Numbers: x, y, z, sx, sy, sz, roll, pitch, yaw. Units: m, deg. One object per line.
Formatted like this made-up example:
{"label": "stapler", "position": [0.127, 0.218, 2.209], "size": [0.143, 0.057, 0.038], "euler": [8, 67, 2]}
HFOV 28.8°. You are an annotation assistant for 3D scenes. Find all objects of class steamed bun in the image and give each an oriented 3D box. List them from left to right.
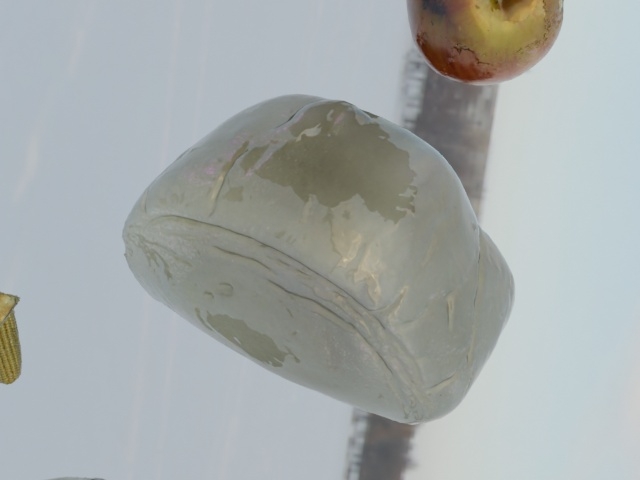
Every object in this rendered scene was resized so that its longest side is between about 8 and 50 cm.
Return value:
{"label": "steamed bun", "position": [0.003, -0.001, 1.236], "size": [0.247, 0.383, 0.236], "euler": [-51, 158, -34]}

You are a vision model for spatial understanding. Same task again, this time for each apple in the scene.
{"label": "apple", "position": [0.141, -0.205, 1.068], "size": [0.146, 0.146, 0.146], "euler": [9, 90, -87]}

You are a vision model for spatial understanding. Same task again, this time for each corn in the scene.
{"label": "corn", "position": [-0.341, 0.109, 1.340], "size": [0.037, 0.037, 0.092], "euler": [-71, 157, -74]}

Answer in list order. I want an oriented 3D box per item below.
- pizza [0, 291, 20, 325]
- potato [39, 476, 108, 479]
{"label": "pizza", "position": [-0.325, 0.079, 1.157], "size": [0.026, 0.108, 0.123], "euler": [57, 15, -74]}
{"label": "potato", "position": [-0.268, 0.400, 1.339], "size": [0.246, 0.196, 0.299], "euler": [32, 55, -49]}
